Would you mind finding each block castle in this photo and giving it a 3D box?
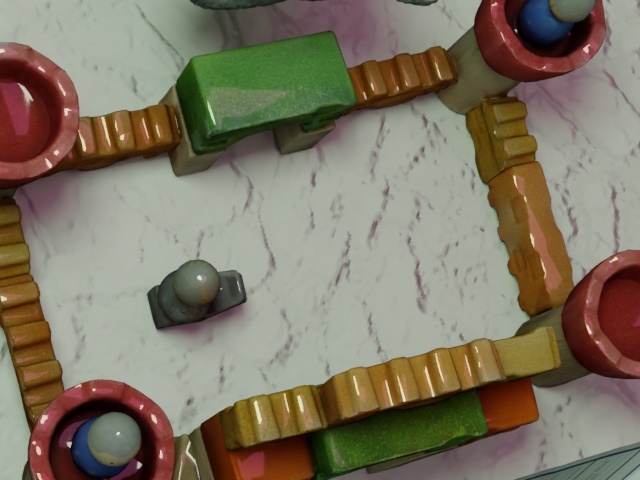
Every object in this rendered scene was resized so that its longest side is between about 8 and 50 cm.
[{"bbox_3d":[0.000,0.000,1.080,0.453,0.213,0.303,-13,81,-21],"label":"block castle"}]

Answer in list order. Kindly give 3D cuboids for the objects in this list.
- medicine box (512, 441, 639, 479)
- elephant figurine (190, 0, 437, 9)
[{"bbox_3d":[0.106,0.264,1.006,0.263,0.289,0.149,-35,87,-22],"label":"medicine box"},{"bbox_3d":[-0.037,-0.270,1.020,0.186,0.169,0.239,-7,115,-10],"label":"elephant figurine"}]
